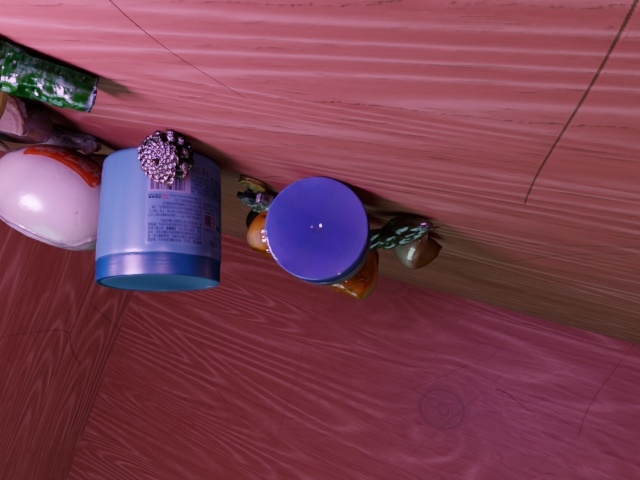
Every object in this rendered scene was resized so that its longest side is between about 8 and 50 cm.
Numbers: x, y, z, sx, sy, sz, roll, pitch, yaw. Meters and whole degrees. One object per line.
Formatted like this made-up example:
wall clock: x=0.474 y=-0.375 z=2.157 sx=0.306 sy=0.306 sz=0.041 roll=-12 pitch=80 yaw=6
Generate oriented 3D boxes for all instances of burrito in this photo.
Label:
burrito: x=-0.842 y=-0.328 z=1.977 sx=0.308 sy=0.066 sz=0.096 roll=14 pitch=-156 yaw=15

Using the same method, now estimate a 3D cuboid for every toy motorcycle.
toy motorcycle: x=-0.163 y=-0.113 z=1.939 sx=0.151 sy=0.074 sz=0.228 roll=15 pitch=174 yaw=22

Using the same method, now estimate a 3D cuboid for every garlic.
garlic: x=-0.876 y=-0.343 z=1.690 sx=0.278 sy=0.132 sz=0.325 roll=23 pitch=174 yaw=-40
garlic: x=0.256 y=0.016 z=1.707 sx=0.128 sy=0.115 sz=0.207 roll=23 pitch=173 yaw=18

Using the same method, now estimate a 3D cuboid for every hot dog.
hot dog: x=0.000 y=0.000 z=1.793 sx=0.405 sy=0.223 sz=0.185 roll=28 pitch=169 yaw=-17

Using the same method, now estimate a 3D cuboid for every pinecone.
pinecone: x=-0.371 y=-0.206 z=1.515 sx=0.140 sy=0.140 sz=0.121 roll=18 pitch=-160 yaw=4

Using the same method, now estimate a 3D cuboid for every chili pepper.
chili pepper: x=-0.576 y=-0.326 z=1.201 sx=0.270 sy=0.099 sz=0.136 roll=15 pitch=-160 yaw=-25

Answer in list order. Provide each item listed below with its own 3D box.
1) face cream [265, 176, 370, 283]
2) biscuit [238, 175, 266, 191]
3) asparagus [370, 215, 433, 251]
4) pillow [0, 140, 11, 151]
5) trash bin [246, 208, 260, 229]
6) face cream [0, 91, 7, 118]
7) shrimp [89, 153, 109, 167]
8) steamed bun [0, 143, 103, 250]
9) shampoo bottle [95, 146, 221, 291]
face cream: x=0.001 y=-0.014 z=1.541 sx=0.248 sy=0.249 sz=0.225 roll=17 pitch=173 yaw=8
biscuit: x=-0.199 y=-0.166 z=1.813 sx=0.083 sy=0.023 sz=0.084 roll=18 pitch=172 yaw=3
asparagus: x=0.187 y=-0.017 z=1.631 sx=0.080 sy=0.080 sz=0.287 roll=22 pitch=157 yaw=-33
pillow: x=-0.940 y=-0.281 z=1.658 sx=0.203 sy=0.038 sz=0.113 roll=14 pitch=169 yaw=16
trash bin: x=-0.186 y=-0.053 z=2.184 sx=0.175 sy=0.176 sz=0.161 roll=21 pitch=-177 yaw=-21
face cream: x=-0.791 y=-0.321 z=1.270 sx=0.179 sy=0.218 sz=0.218 roll=16 pitch=173 yaw=12
shrimp: x=-0.559 y=-0.205 z=2.028 sx=0.445 sy=0.110 sz=0.221 roll=16 pitch=-175 yaw=1
steamed bun: x=-0.753 y=-0.145 z=1.797 sx=0.374 sy=0.242 sz=0.374 roll=27 pitch=-169 yaw=-5
shampoo bottle: x=-0.438 y=-0.049 z=1.705 sx=0.330 sy=0.343 sz=0.331 roll=-1 pitch=168 yaw=0
